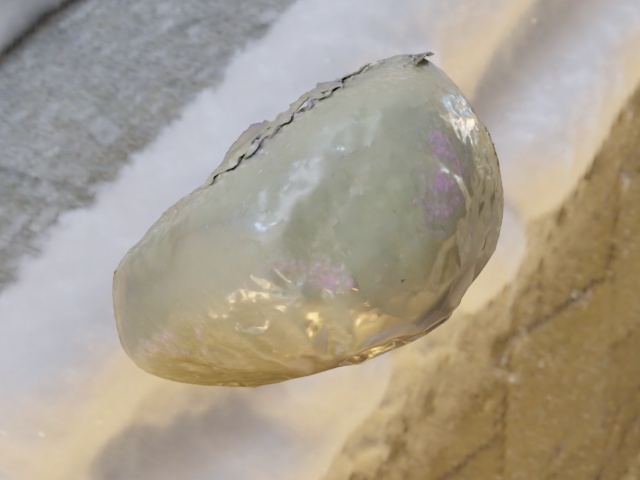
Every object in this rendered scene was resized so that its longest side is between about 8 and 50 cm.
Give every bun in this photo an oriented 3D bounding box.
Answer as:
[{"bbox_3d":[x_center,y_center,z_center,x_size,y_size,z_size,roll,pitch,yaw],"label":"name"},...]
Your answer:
[{"bbox_3d":[-0.001,0.001,0.909,0.273,0.273,0.168,-36,94,-38],"label":"bun"}]
